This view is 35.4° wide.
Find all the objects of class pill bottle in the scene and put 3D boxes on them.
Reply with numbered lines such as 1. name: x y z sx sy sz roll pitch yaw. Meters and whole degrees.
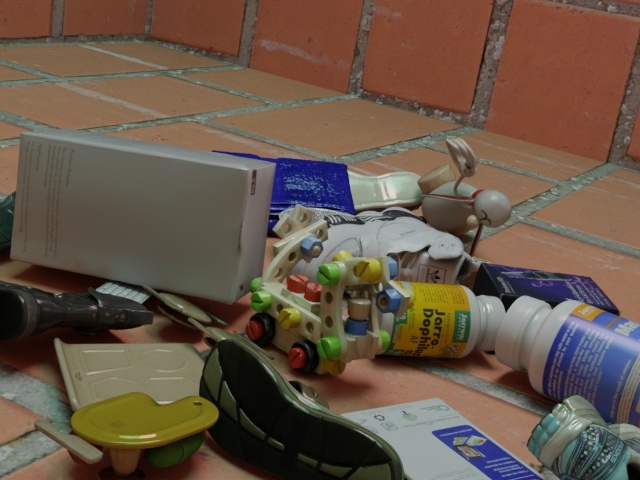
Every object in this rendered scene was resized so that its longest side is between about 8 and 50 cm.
1. pill bottle: 0.399 0.177 1.461 0.272 0.152 0.152 23 22 33
2. pill bottle: 0.175 0.124 1.559 0.208 0.118 0.117 5 18 -17

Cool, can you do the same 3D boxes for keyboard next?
1. keyboard: -0.288 0.064 1.617 0.072 0.014 0.256 11 11 5

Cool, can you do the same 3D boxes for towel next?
1. towel: -0.080 -0.103 2.066 0.308 0.076 0.228 5 44 -13

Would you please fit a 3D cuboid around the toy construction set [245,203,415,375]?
1. toy construction set: -0.006 0.071 1.462 0.151 0.215 0.327 2 19 -28

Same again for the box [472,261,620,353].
1. box: 0.369 0.123 1.683 0.207 0.108 0.153 8 18 -8

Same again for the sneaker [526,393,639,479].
1. sneaker: 0.337 0.276 1.146 0.283 0.110 0.122 29 17 -48

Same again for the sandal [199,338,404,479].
1. sandal: -0.028 0.224 1.182 0.302 0.120 0.086 31 9 27

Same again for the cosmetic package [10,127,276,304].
1. cosmetic package: -0.279 -0.047 1.592 0.384 0.217 0.156 12 11 10

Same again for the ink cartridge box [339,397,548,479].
1. ink cartridge box: 0.171 0.288 1.141 0.165 0.065 0.332 -2 20 -33

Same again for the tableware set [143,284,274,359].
1. tableware set: -0.170 0.134 1.456 0.194 0.039 0.128 31 3 36

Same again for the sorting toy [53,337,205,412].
1. sorting toy: -0.233 0.184 1.298 0.208 0.038 0.193 7 18 -24

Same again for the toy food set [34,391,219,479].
1. toy food set: -0.210 0.228 1.117 0.128 0.071 0.217 14 14 36

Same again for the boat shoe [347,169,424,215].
1. boat shoe: 0.083 -0.096 2.231 0.304 0.091 0.109 0 63 -15

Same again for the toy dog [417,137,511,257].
1. toy dog: 0.268 -0.059 2.090 0.220 0.161 0.334 53 -5 9

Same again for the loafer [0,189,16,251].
1. loafer: -0.549 -0.015 1.699 0.096 0.084 0.267 44 27 3

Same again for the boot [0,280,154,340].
1. boot: -0.395 0.098 1.410 0.262 0.091 0.229 9 3 35

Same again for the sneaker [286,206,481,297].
1. sneaker: 0.120 0.040 1.754 0.210 0.138 0.365 26 26 35

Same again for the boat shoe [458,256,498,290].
1. boat shoe: 0.295 0.064 1.912 0.170 0.063 0.059 22 16 5

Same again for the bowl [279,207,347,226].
1. bowl: 0.000 0.000 1.904 0.170 0.080 0.170 8 17 -3
